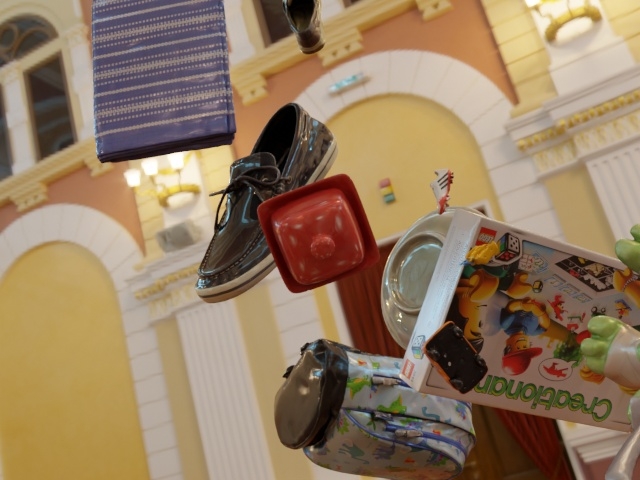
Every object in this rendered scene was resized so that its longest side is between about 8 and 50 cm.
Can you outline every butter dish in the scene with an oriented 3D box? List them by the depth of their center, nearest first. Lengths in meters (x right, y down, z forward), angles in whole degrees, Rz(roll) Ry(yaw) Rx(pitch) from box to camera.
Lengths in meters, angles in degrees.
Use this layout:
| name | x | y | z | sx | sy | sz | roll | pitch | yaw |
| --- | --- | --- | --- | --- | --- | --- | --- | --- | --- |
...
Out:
| name | x | y | z | sx | sy | sz | roll | pitch | yaw |
| --- | --- | --- | --- | --- | --- | --- | --- | --- | --- |
| butter dish | 0.000 | 0.000 | 1.072 | 0.160 | 0.160 | 0.118 | -20 | 13 | 2 |

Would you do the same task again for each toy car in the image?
| name | x | y | z | sx | sy | sz | roll | pitch | yaw |
| --- | --- | --- | --- | --- | --- | --- | --- | --- | --- |
| toy car | 0.127 | 0.065 | 0.605 | 0.060 | 0.122 | 0.040 | 34 | -13 | -12 |

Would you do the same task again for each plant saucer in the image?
| name | x | y | z | sx | sy | sz | roll | pitch | yaw |
| --- | --- | --- | --- | --- | --- | --- | --- | --- | --- |
| plant saucer | 0.277 | 0.090 | 1.799 | 0.100 | 0.400 | 0.400 | 23 | -37 | -38 |

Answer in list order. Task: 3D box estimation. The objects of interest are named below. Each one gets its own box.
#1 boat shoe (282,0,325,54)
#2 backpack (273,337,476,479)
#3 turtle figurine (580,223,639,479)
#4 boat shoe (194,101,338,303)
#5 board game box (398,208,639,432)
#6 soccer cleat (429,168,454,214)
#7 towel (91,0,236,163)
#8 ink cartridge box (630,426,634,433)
| name | x | y | z | sx | sy | sz | roll | pitch | yaw |
| --- | --- | --- | --- | --- | --- | --- | --- | --- | --- |
| boat shoe | -0.039 | -0.495 | 1.500 | 0.080 | 0.223 | 0.073 | -15 | -27 | 6 |
| backpack | 0.124 | 0.339 | 1.381 | 0.355 | 0.273 | 0.290 | 3 | -36 | -25 |
| turtle figurine | 0.239 | 0.020 | 0.455 | 0.275 | 0.197 | 0.266 | -7 | -9 | -6 |
| boat shoe | -0.120 | -0.087 | 1.399 | 0.187 | 0.500 | 0.156 | -8 | -49 | 40 |
| board game box | 0.253 | 0.097 | 0.796 | 0.305 | 0.193 | 0.053 | 15 | 8 | -23 |
| soccer cleat | 0.192 | -0.079 | 1.148 | 0.036 | 0.083 | 0.029 | 7 | -23 | 17 |
| towel | -0.268 | -0.299 | 1.210 | 0.243 | 0.336 | 0.040 | -9 | -17 | 7 |
| ink cartridge box | 0.616 | 0.261 | 1.538 | 0.130 | 0.309 | 0.272 | -48 | 12 | 15 |
